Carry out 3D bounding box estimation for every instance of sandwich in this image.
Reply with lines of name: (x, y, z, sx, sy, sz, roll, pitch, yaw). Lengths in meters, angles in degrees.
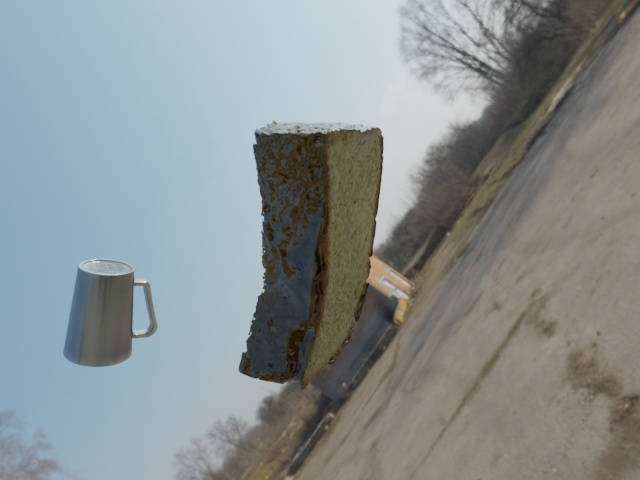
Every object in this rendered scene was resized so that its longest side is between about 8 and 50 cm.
sandwich: (0.000, 0.000, 0.458, 0.186, 0.065, 0.214, -36, -47, -64)

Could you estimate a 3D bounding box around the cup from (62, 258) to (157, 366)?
cup: (-0.244, 0.086, 0.599, 0.104, 0.074, 0.116, 3, -77, -37)
